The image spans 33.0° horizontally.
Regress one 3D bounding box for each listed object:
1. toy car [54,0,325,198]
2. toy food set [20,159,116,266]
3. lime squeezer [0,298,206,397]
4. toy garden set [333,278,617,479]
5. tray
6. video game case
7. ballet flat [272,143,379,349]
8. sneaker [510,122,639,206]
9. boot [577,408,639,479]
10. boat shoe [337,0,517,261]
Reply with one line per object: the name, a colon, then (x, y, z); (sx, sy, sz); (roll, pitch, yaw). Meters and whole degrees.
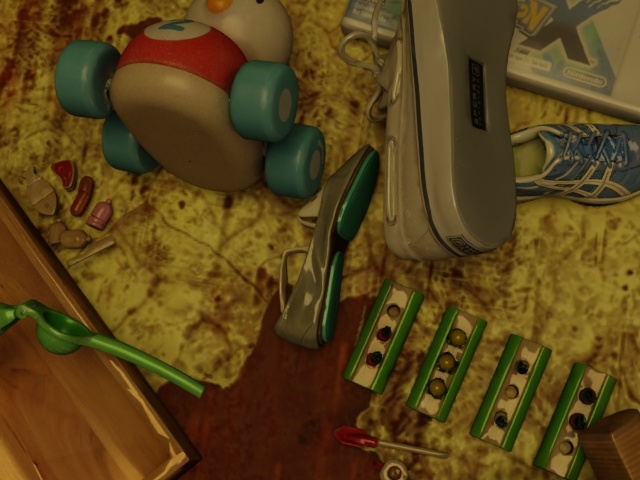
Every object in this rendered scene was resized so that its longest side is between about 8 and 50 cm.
toy car: (-0.097, -0.187, 1.056); (0.219, 0.210, 0.238); (9, 68, 19)
toy food set: (-0.257, -0.034, 1.125); (0.078, 0.019, 0.122); (-27, 71, 0)
lime squeezer: (-0.267, 0.108, 1.006); (0.311, 0.059, 0.109); (-6, 79, 4)
toy garden set: (0.133, 0.174, 1.030); (0.244, 0.049, 0.203); (23, 83, 9)
tray: (-0.322, 0.114, 1.075); (0.203, 0.076, 0.411); (-38, 77, -2)
video game case: (0.223, -0.306, 1.117); (0.329, 0.036, 0.299); (18, 82, 9)
ballet flat: (0.000, 0.000, 1.067); (0.068, 0.072, 0.213); (12, 80, 18)
sneaker: (0.246, -0.075, 1.049); (0.211, 0.081, 0.080); (-9, 79, 4)
boot: (0.219, 0.300, 0.935); (0.295, 0.104, 0.211); (-26, 90, -19)
boat shoe: (0.096, -0.153, 1.029); (0.156, 0.136, 0.367); (-15, 70, 43)
